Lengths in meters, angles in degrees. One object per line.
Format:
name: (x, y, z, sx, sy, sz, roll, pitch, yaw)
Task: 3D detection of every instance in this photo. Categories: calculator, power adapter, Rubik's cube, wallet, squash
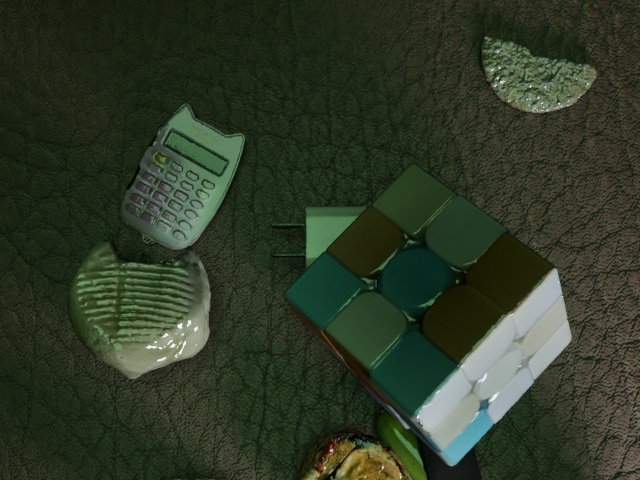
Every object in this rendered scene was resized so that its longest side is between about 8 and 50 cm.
calculator: (-0.287, -0.121, 1.875, 0.194, 0.043, 0.294, 29, 86, 3)
power adapter: (0.000, 0.000, 1.814, 0.205, 0.125, 0.130, 1, 82, 1)
Rubik's cube: (0.202, 0.139, 1.635, 0.346, 0.347, 0.344, -44, 59, -7)
wallet: (0.243, 0.389, 1.746, 0.124, 0.025, 0.244, 6, 54, -25)
squash: (0.179, 0.404, 1.778, 0.095, 0.095, 0.188, -39, 81, -6)

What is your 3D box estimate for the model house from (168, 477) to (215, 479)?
model house: (-0.225, 0.536, 1.700, 0.254, 0.196, 0.160, 25, 84, 4)

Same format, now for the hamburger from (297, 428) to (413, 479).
hamburger: (0.069, 0.464, 1.736, 0.231, 0.107, 0.231, 1, 95, 15)

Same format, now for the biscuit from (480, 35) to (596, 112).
biscuit: (0.448, -0.336, 1.915, 0.250, 0.032, 0.133, 17, 83, 1)

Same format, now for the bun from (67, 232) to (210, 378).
bun: (-0.344, 0.138, 1.755, 0.281, 0.205, 0.281, 2, 68, -6)
